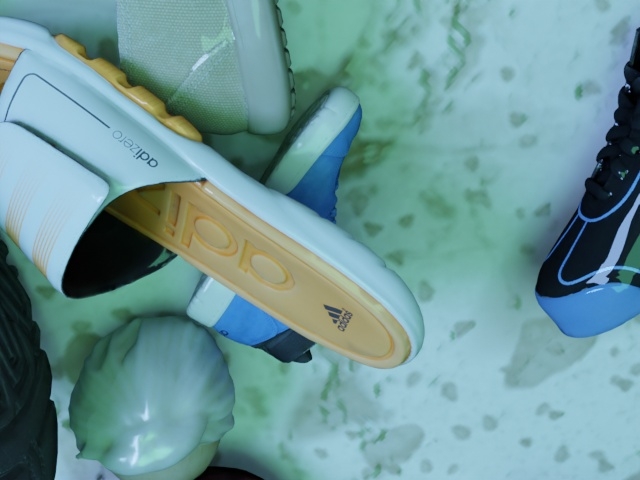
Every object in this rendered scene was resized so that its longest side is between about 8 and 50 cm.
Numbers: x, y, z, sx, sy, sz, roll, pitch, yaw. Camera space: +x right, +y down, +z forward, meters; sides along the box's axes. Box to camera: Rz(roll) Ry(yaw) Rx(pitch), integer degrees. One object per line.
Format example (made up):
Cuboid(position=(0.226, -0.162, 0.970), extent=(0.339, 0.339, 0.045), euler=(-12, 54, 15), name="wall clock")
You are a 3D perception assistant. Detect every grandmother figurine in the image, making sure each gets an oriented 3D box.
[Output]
Cuboid(position=(-0.088, 0.207, 0.518), extent=(0.207, 0.104, 0.343), euler=(-13, 112, -29), name="grandmother figurine")

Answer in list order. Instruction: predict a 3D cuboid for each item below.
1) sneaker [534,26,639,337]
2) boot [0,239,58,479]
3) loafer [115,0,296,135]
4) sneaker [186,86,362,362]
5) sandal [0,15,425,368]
Cuboid(position=(0.179, -0.059, 0.443), extent=(0.090, 0.081, 0.232), euler=(39, 97, -15), name="sneaker")
Cuboid(position=(-0.392, 0.040, 0.391), extent=(0.445, 0.146, 0.367), euler=(-22, 102, 0), name="boot")
Cuboid(position=(-0.079, -0.163, 0.364), extent=(0.092, 0.102, 0.269), euler=(-16, 113, -5), name="loafer")
Cuboid(position=(0.000, 0.000, 0.456), extent=(0.084, 0.058, 0.152), euler=(30, 111, -9), name="sneaker")
Cuboid(position=(-0.080, -0.005, 0.384), extent=(0.265, 0.076, 0.102), euler=(31, 148, 8), name="sandal")
